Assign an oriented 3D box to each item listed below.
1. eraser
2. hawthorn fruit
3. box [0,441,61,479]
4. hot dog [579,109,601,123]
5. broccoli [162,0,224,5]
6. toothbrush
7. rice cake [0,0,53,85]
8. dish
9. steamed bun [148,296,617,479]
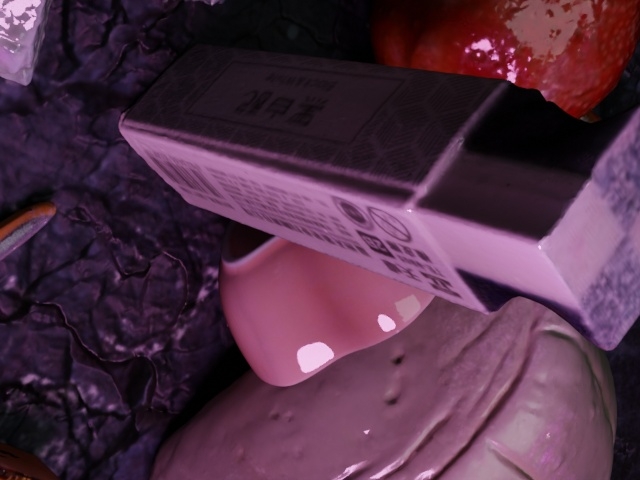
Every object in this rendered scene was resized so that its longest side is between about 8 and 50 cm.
[{"bbox_3d":[0.023,-0.047,0.652,0.096,0.404,0.098,-52,127,-16],"label":"eraser"},{"bbox_3d":[0.129,-0.163,0.841,0.253,0.205,0.205,-39,128,-11],"label":"hawthorn fruit"},{"bbox_3d":[-0.302,0.235,0.732,0.152,0.070,0.237,37,85,-42],"label":"box"},{"bbox_3d":[0.191,-0.005,0.998,0.196,0.122,0.272,-22,122,-11],"label":"hot dog"},{"bbox_3d":[-0.086,-0.298,0.657,0.145,0.165,0.304,-17,107,1],"label":"broccoli"},{"bbox_3d":[-0.304,0.063,0.687,0.321,0.023,0.031,-38,135,-21],"label":"toothbrush"},{"bbox_3d":[-0.175,-0.194,0.627,0.069,0.063,0.206,18,115,-7],"label":"rice cake"},{"bbox_3d":[0.000,0.000,0.801,0.213,0.213,0.090,-47,113,-15],"label":"dish"},{"bbox_3d":[0.067,0.182,0.839,0.383,0.236,0.247,-38,135,5],"label":"steamed bun"}]
